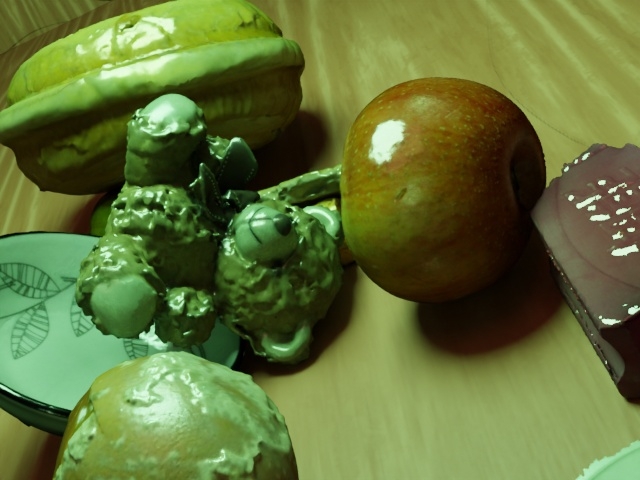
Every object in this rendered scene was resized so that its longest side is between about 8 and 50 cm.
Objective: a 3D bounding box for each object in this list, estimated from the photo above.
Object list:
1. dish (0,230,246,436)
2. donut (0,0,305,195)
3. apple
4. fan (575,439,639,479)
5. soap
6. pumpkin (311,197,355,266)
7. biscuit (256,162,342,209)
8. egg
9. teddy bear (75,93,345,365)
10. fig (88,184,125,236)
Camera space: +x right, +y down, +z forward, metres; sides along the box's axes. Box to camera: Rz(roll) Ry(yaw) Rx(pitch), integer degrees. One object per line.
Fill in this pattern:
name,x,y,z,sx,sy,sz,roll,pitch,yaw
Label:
dish,-0.237,0.113,1.079,0.316,0.106,0.316,15,26,-8
donut,-0.222,-0.183,1.417,0.448,0.198,0.449,-15,3,1
apple,0.120,-0.049,1.012,0.173,0.210,0.235,-7,48,23
fan,0.176,0.235,0.693,0.414,0.012,0.233,-25,28,4
soap,0.275,0.011,0.898,0.162,0.099,0.250,-31,28,8
pumpkin,0.000,0.000,1.192,0.074,0.054,0.083,-23,50,15
biscuit,0.018,-0.065,1.215,0.228,0.031,0.176,-12,-6,-7
egg,-0.113,0.186,0.838,0.195,0.195,0.233,-36,24,-16
teddy bear,-0.098,0.013,1.075,0.256,0.156,0.267,17,63,-4
fig,-0.260,-0.008,1.385,0.236,0.124,0.124,-10,31,52
